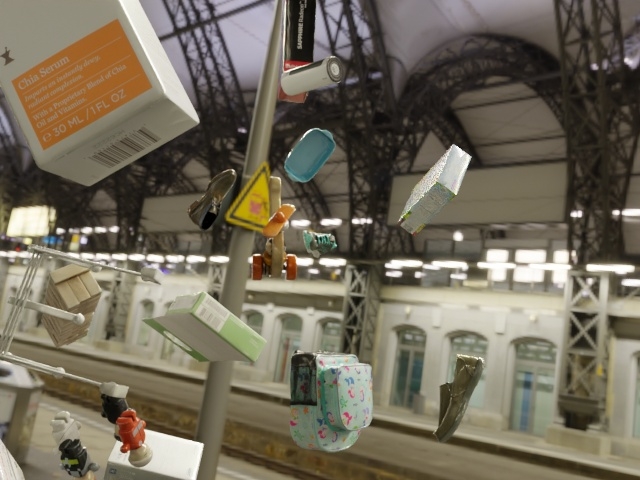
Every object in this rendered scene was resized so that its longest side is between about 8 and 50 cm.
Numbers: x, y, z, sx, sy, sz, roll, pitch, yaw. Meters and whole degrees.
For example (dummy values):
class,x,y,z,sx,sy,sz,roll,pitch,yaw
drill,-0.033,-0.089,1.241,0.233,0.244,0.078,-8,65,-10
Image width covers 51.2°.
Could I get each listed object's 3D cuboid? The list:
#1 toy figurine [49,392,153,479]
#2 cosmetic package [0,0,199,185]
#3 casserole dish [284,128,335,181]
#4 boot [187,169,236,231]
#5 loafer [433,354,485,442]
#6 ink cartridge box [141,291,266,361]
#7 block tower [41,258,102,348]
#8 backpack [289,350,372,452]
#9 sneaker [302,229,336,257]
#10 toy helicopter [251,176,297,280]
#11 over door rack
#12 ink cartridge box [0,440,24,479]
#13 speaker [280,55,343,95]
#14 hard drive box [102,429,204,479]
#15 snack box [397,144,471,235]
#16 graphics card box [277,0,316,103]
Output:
class,x,y,z,sx,sy,sz,roll,pitch,yaw
toy figurine,-0.527,0.483,1.606,0.209,0.148,0.213,-25,26,-27
cosmetic package,-0.408,-0.345,1.078,0.230,0.453,0.161,-29,-9,4
casserole dish,-0.038,-0.269,2.084,0.114,0.188,0.037,33,10,-34
boot,-0.338,-0.127,2.187,0.082,0.219,0.106,33,14,-44
loafer,0.355,0.416,1.787,0.087,0.251,0.094,24,-6,14
ink cartridge box,-0.239,0.180,1.348,0.171,0.056,0.235,42,-29,-24
block tower,-0.622,0.167,1.661,0.091,0.097,0.335,-28,-13,-34
backpack,0.026,0.425,1.758,0.191,0.254,0.225,0,-8,37
sneaker,0.000,0.000,1.806,0.076,0.065,0.166,-17,-11,9
toy helicopter,-0.144,-0.055,2.104,0.140,0.355,0.235,1,-28,-7
over door rack,-0.455,0.151,1.275,0.324,0.240,0.108,10,-14,23
ink cartridge box,-0.703,0.553,1.428,0.114,0.198,0.273,-21,-34,-21
speaker,-0.020,-0.343,1.404,0.136,0.055,0.055,-4,-16,43
hard drive box,-0.446,0.605,1.799,0.232,0.089,0.181,16,15,-6
snack box,0.310,-0.136,1.825,0.070,0.175,0.207,33,-40,-4
graphics card box,-0.067,-0.616,1.947,0.094,0.371,0.233,4,-6,-7
